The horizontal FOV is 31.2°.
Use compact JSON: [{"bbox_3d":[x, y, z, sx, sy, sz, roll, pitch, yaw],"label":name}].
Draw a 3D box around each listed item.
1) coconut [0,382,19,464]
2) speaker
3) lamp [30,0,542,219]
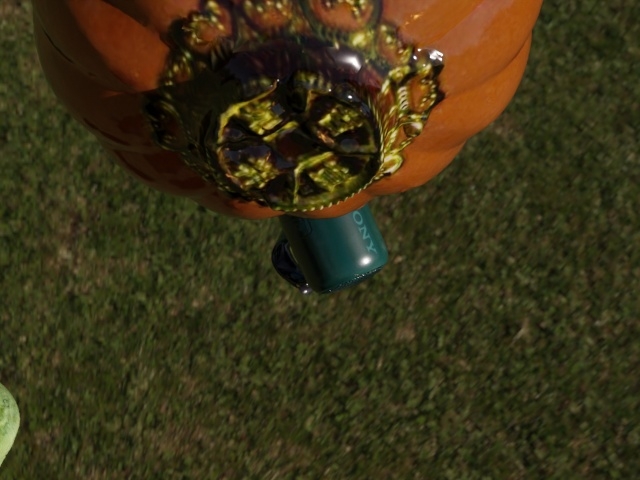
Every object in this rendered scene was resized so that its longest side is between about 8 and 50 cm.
[{"bbox_3d":[-0.235,0.115,0.722,0.088,0.096,0.088,20,24,-9],"label":"coconut"},{"bbox_3d":[0.003,-0.001,0.794,0.060,0.094,0.075,-23,89,-20],"label":"speaker"},{"bbox_3d":[-0.014,-0.106,0.493,0.223,0.223,0.196,5,49,-12],"label":"lamp"}]
